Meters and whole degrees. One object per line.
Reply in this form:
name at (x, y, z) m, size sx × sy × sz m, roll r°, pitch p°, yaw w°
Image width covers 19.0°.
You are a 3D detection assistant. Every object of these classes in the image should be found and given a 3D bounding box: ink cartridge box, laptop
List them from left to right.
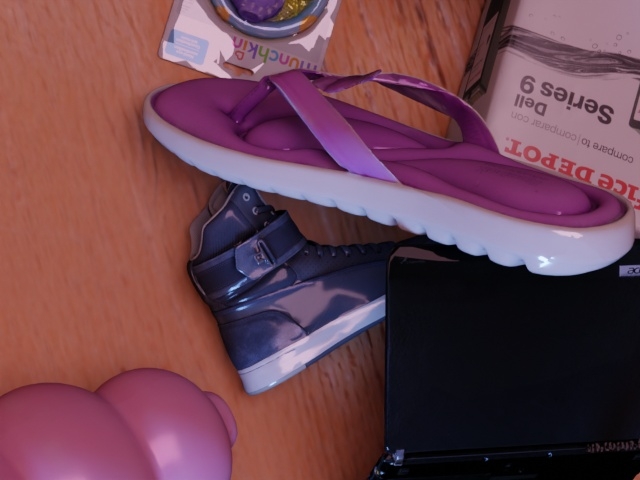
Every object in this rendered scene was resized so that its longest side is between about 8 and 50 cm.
laptop at (0.139, 0.124, 1.505) m, size 0.234 × 0.264 × 0.136 m, roll -1°, pitch 60°, yaw -16°
ink cartridge box at (0.241, -0.142, 1.623) m, size 0.211 × 0.121 × 0.289 m, roll 19°, pitch 76°, yaw -11°

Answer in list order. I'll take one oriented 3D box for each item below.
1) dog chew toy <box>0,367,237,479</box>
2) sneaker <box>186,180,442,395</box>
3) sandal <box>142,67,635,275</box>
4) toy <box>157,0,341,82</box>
dog chew toy at (-0.209, 0.199, 1.404) m, size 0.332 × 0.206 × 0.206 m, roll -26°, pitch 88°, yaw -26°
sneaker at (0.000, 0.000, 1.549) m, size 0.226 × 0.086 × 0.163 m, roll -30°, pitch 92°, yaw -17°
sandal at (0.055, -0.084, 1.468) m, size 0.416 × 0.169 × 0.102 m, roll 19°, pitch 114°, yaw 25°
toy at (-0.035, -0.246, 1.597) m, size 0.137 × 0.056 × 0.237 m, roll 18°, pitch 76°, yaw -11°
